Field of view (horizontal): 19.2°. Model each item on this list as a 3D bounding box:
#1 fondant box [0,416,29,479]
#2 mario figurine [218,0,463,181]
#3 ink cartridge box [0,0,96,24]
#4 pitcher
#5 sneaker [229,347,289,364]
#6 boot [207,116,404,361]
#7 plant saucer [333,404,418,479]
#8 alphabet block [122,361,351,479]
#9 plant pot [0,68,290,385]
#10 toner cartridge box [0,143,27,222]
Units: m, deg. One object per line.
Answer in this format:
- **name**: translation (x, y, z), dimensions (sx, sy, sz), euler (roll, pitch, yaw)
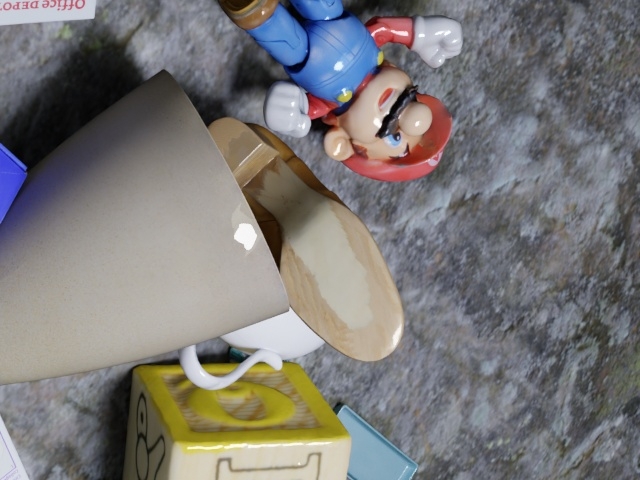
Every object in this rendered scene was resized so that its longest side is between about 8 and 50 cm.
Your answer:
- **fondant box**: translation (-0.394, 0.274, 1.801), dimensions (0.238, 0.096, 0.330), euler (-37, 131, -26)
- **mario figurine**: translation (0.044, -0.176, 1.947), dimensions (0.198, 0.170, 0.320), euler (-30, 130, 15)
- **ink cartridge box**: translation (-0.259, -0.282, 1.669), dimensions (0.127, 0.072, 0.175), euler (-11, 117, -42)
- **pitcher**: translation (-0.074, 0.080, 1.975), dimensions (0.207, 0.125, 0.177), euler (16, 61, -45)
- **sneaker**: translation (-0.054, 0.175, 2.115), dimensions (0.076, 0.065, 0.166), euler (-27, 129, -40)
- **boot**: translation (-0.001, 0.000, 1.882), dimensions (0.104, 0.295, 0.211), euler (-39, 167, 5)
- **plant saucer**: translation (0.053, 0.261, 2.296), dimensions (0.067, 0.018, 0.192), euler (-56, 137, -8)
- **alphabet block**: translation (-0.095, 0.254, 1.981), dimensions (0.193, 0.192, 0.197), euler (0, 113, -21)
- **plant pot**: translation (-0.207, 0.016, 1.765), dimensions (0.274, 0.256, 0.256), euler (-28, 130, -8)
- **toner cartridge box**: translation (-0.400, 0.036, 1.621), dimensions (0.165, 0.075, 0.348), euler (46, 61, -41)
